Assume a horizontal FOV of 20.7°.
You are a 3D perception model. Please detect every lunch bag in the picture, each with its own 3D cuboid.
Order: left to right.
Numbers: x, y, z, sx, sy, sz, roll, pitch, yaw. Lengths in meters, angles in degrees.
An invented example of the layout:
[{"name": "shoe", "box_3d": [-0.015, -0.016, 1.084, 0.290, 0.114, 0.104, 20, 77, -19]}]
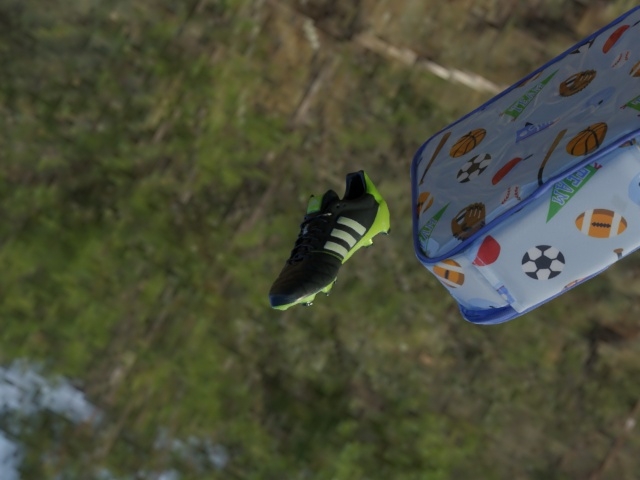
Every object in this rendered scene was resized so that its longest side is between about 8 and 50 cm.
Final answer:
[{"name": "lunch bag", "box_3d": [0.222, -0.075, 1.522, 0.115, 0.303, 0.243, 50, -157, -25]}]

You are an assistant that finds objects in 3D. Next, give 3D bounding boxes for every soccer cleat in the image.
[{"name": "soccer cleat", "box_3d": [0.000, 0.000, 1.602, 0.060, 0.179, 0.072, -12, 113, 42]}]
